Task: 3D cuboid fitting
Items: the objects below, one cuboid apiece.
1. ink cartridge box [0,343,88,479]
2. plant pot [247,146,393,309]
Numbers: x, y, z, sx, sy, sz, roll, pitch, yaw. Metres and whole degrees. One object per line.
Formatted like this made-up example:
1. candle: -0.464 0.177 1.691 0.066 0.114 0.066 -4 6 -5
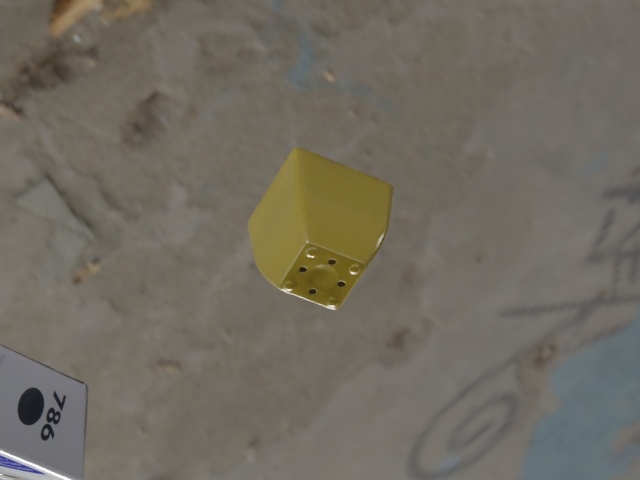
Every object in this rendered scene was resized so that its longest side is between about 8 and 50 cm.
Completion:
1. ink cartridge box: -0.256 0.070 1.035 0.333 0.165 0.065 38 64 -53
2. plant pot: 0.000 0.000 1.304 0.081 0.083 0.081 22 125 -17
